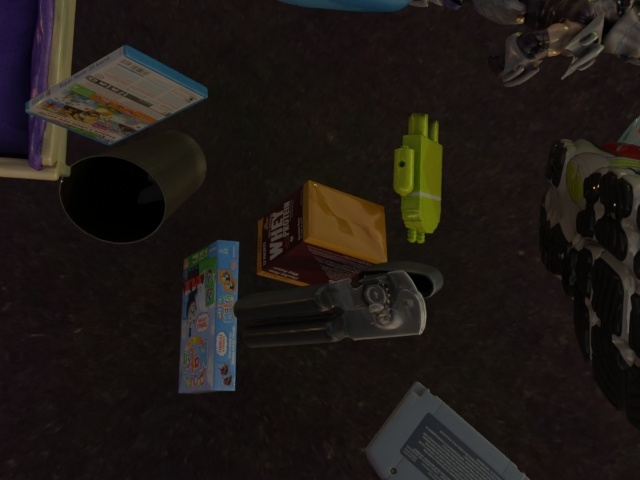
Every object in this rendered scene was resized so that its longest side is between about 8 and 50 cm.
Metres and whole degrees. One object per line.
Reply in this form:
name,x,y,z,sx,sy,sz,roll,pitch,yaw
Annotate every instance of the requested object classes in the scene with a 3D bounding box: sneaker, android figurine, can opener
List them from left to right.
can opener,0.020,0.079,0.961,0.095,0.283,0.076,-27,102,-46
android figurine,0.215,-0.130,1.707,0.056,0.248,0.273,3,91,23
sneaker,0.189,0.002,0.401,0.118,0.279,0.108,0,114,5

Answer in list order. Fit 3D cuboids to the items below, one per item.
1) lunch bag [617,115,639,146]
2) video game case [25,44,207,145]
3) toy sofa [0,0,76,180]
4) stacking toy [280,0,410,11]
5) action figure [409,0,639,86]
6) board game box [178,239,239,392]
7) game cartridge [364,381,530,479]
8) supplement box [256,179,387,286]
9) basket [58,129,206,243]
lunch bag,0.786,-0.162,1.824,0.160,0.262,0.224,6,47,-22
video game case,-0.225,-0.155,0.877,0.166,0.119,0.015,-18,67,32
toy sofa,-0.427,-0.269,1.113,0.150,0.177,0.363,4,92,-8
stacking toy,0.063,-0.248,0.346,0.175,0.301,0.166,-8,76,-47
action figure,0.203,-0.236,0.796,0.285,0.099,0.185,31,47,25
board game box,-0.167,0.118,1.183,0.039,0.160,0.212,6,76,-27
game cartridge,0.237,0.440,1.517,0.297,0.062,0.198,42,74,0
supplement box,0.000,0.000,1.624,0.191,0.194,0.129,17,57,-30
basket,-0.305,-0.106,1.399,0.204,0.227,0.154,2,112,20
